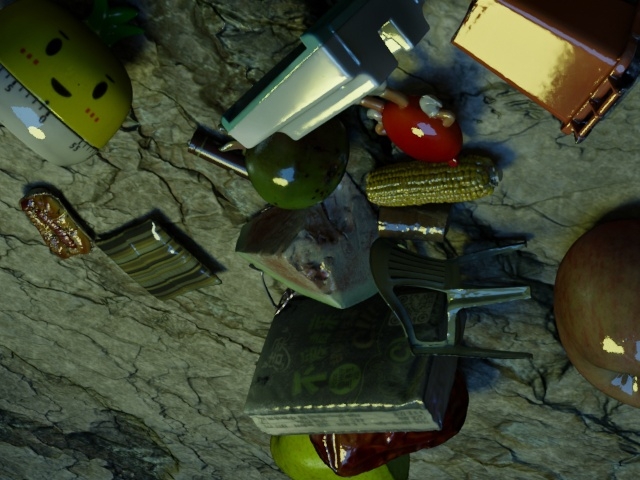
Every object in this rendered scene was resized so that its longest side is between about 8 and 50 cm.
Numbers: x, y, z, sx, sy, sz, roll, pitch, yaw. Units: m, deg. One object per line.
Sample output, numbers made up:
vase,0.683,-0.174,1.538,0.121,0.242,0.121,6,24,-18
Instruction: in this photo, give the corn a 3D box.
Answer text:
corn,0.185,-0.098,1.515,0.238,0.080,0.080,-5,135,26

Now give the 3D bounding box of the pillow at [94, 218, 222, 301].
pillow,-0.344,0.046,1.916,0.208,0.052,0.212,-17,127,42

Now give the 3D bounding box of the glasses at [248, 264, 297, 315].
glasses,-0.099,0.082,1.854,0.104,0.062,0.140,31,139,-12

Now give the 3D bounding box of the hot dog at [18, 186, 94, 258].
hot dog,-0.555,-0.033,1.909,0.108,0.059,0.191,-9,131,25

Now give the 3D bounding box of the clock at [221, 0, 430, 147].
clock,0.016,-0.242,1.258,0.116,0.262,0.231,48,135,-8

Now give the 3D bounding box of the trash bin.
trash bin,0.303,-0.261,1.205,0.239,0.184,0.161,28,140,-2

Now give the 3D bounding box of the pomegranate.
pomegranate,-0.064,-0.151,1.494,0.224,0.181,0.181,25,145,25

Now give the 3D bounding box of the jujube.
jujube,0.143,0.360,1.876,0.342,0.216,0.216,-22,142,-17

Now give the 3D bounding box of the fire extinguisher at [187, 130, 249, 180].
fire extinguisher,-0.160,-0.145,1.628,0.158,0.043,0.064,25,170,-7

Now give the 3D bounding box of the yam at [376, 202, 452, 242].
yam,0.164,-0.035,1.595,0.127,0.084,0.084,8,140,15

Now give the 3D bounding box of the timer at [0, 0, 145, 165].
timer,-0.397,-0.283,1.441,0.285,0.285,0.285,11,140,9

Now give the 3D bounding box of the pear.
pear,0.027,0.467,2.122,0.318,0.238,0.342,-10,134,19

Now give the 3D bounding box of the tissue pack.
tissue pack,0.067,0.234,1.786,0.394,0.288,0.124,-8,132,29

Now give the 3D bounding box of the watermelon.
watermelon,0.000,0.000,1.679,0.310,0.193,0.231,28,161,9

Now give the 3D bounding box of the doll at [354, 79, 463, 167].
doll,0.144,-0.187,1.407,0.217,0.085,0.183,31,166,-17

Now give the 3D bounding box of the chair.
chair,0.234,0.089,1.613,0.275,0.203,0.190,-4,128,9

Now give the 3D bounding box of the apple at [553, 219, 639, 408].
apple,0.542,0.139,1.498,0.345,0.269,0.344,12,142,9
